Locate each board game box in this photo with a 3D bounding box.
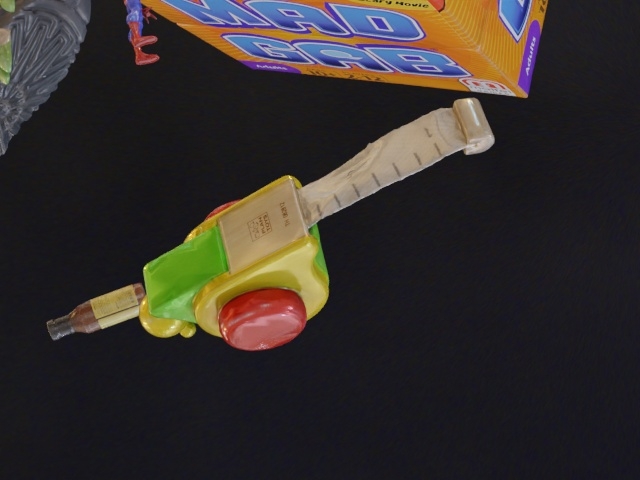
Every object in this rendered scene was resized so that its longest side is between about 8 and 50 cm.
[{"bbox_3d":[0.033,-0.379,1.168,0.356,0.356,0.356,10,-95,27],"label":"board game box"}]

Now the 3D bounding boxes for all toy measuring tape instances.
[{"bbox_3d":[0.000,0.000,0.882,0.330,0.121,0.121,-28,-93,21],"label":"toy measuring tape"}]

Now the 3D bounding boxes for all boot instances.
[{"bbox_3d":[-0.559,-0.292,1.507,0.445,0.146,0.367,38,-86,24],"label":"boot"}]

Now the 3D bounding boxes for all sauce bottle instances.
[{"bbox_3d":[-0.281,0.092,1.441,0.128,0.042,0.042,-18,-90,-7],"label":"sauce bottle"}]

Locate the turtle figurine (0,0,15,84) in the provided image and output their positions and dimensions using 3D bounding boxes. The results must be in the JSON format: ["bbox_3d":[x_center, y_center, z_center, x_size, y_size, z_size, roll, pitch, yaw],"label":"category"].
[{"bbox_3d":[-0.444,-0.217,1.140,0.266,0.275,0.197,1,-86,-18],"label":"turtle figurine"}]

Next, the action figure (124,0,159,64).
[{"bbox_3d":[-0.158,-0.202,0.964,0.030,0.038,0.115,-18,-119,-9],"label":"action figure"}]
